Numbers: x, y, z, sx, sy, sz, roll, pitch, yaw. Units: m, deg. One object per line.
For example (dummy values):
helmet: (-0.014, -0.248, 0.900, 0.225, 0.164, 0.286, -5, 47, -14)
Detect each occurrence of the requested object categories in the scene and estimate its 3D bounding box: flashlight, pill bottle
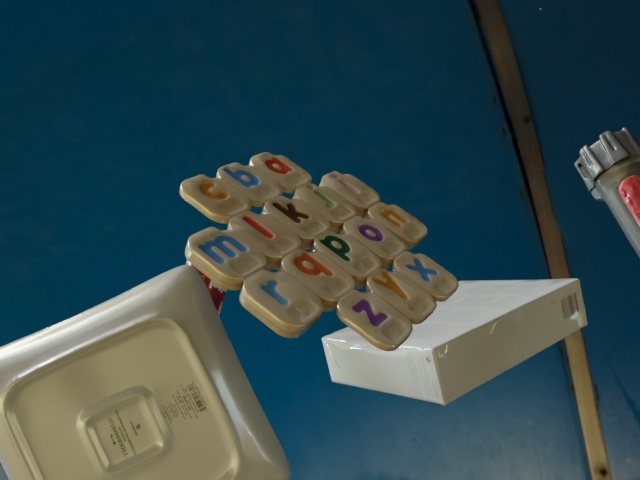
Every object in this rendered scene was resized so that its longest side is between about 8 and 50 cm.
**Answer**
flashlight: (0.485, -0.030, 0.917, 0.103, 0.304, 0.103, -14, -30, -2)
pill bottle: (-0.212, 0.091, 1.144, 0.086, 0.086, 0.151, 13, -102, 14)

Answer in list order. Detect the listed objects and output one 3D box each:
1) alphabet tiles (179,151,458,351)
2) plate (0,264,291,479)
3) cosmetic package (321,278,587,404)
alphabet tiles: (0.000, 0.000, 0.673, 0.278, 0.284, 0.021, 36, -54, 18)
plate: (-0.207, 0.203, 0.687, 0.278, 0.045, 0.277, -25, -90, -10)
cosmetic package: (0.237, 0.161, 1.134, 0.284, 0.377, 0.097, -3, -78, 56)
